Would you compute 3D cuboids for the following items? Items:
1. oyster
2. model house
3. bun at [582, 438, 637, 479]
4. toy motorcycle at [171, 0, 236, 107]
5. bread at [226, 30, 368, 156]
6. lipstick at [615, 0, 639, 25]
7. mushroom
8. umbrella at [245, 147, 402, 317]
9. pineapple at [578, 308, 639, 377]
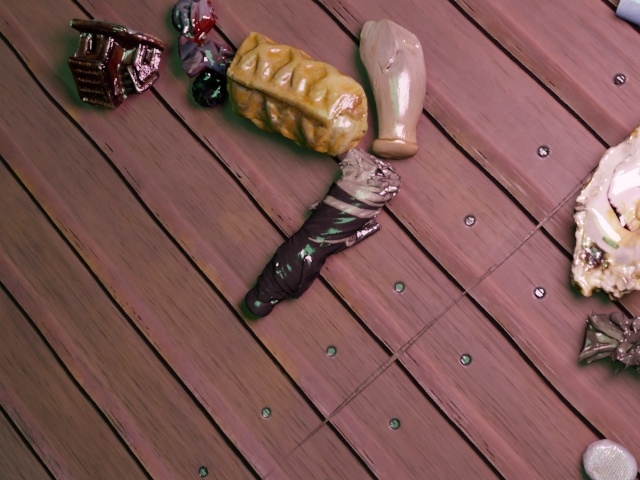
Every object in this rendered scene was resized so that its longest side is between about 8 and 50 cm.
[{"bbox_3d":[0.508,-0.064,1.209,0.354,0.107,0.201,-47,66,17],"label":"oyster"},{"bbox_3d":[-0.388,-0.324,1.483,0.165,0.106,0.152,12,88,20],"label":"model house"},{"bbox_3d":[0.455,0.353,1.239,0.083,0.045,0.083,0,88,13],"label":"bun"},{"bbox_3d":[-0.204,-0.357,1.445,0.122,0.082,0.213,-19,83,15],"label":"toy motorcycle"},{"bbox_3d":[-0.037,-0.245,1.355,0.267,0.130,0.152,28,123,21],"label":"bread"},{"bbox_3d":[0.604,-0.332,1.225,0.274,0.061,0.068,26,82,16],"label":"lipstick"},{"bbox_3d":[0.129,-0.264,1.341,0.108,0.096,0.247,-6,88,-2],"label":"mushroom"},{"bbox_3d":[-0.002,-0.004,1.375,0.358,0.106,0.113,-48,67,16],"label":"umbrella"},{"bbox_3d":[0.523,0.178,1.196,0.248,0.128,0.128,15,91,21],"label":"pineapple"}]
